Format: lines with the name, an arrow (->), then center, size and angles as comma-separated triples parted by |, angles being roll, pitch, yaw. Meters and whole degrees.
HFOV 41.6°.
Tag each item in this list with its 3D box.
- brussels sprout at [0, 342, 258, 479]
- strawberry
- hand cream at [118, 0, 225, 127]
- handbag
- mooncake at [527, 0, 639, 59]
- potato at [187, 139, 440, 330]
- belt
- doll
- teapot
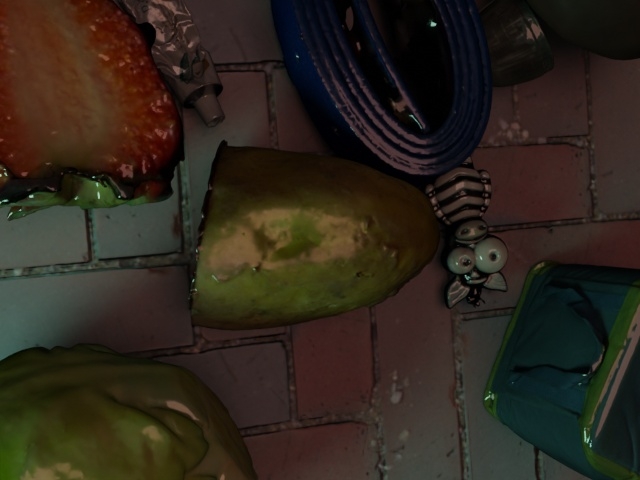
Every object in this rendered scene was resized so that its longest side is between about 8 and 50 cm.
brussels sprout -> -0.246, 0.244, 0.856 | 0.344, 0.344, 0.268 | -13, 61, -15
strawberry -> -0.279, -0.166, 0.911 | 0.234, 0.138, 0.306 | -7, 74, -27
hand cream -> -0.177, -0.247, 0.967 | 0.084, 0.050, 0.256 | -30, 93, -15
handbag -> 0.362, 0.161, 1.033 | 0.223, 0.241, 0.263 | 22, 87, -16
mooncake -> 0.352, -0.395, 1.021 | 0.325, 0.174, 0.334 | 52, 51, -2
potato -> 0.000, 0.000, 0.934 | 0.266, 0.229, 0.229 | 4, 90, -3
belt -> 0.071, -0.233, 0.980 | 0.213, 0.117, 0.346 | -22, 88, -12
doll -> 0.183, -0.020, 1.066 | 0.091, 0.067, 0.219 | -14, 97, -8
teapot -> 0.215, -0.256, 1.050 | 0.108, 0.111, 0.149 | -28, 107, 6
